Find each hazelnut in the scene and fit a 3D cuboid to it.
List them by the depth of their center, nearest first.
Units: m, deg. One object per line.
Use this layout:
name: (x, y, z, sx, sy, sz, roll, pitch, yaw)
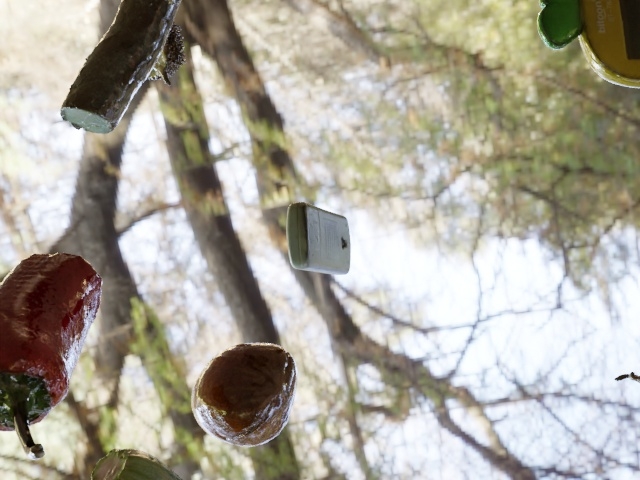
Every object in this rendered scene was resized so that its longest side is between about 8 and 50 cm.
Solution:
hazelnut: (-0.100, 0.207, 1.514, 0.150, 0.150, 0.150, -10, -161, 3)

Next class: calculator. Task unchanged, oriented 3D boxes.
calculator: (0.312, -0.207, 1.011, 0.234, 0.146, 0.032, -2, 163, -3)

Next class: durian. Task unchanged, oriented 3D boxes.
durian: (-0.230, -0.283, 1.578, 0.071, 0.140, 0.110, -21, 168, -41)

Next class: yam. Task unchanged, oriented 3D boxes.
yam: (-0.159, -0.208, 1.004, 0.061, 0.061, 0.253, 6, -115, 41)

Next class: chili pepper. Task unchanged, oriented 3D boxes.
chili pepper: (-0.358, 0.153, 1.300, 0.131, 0.135, 0.338, 18, -146, -9)

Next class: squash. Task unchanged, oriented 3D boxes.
squash: (-0.096, 0.247, 0.873, 0.066, 0.229, 0.066, -27, -149, 18)

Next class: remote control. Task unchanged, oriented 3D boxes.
remote control: (0.000, 0.000, 1.672, 0.038, 0.098, 0.233, -4, 175, 18)

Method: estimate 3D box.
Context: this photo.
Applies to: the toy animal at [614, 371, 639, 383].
toy animal: (0.616, 0.218, 1.901, 0.219, 0.069, 0.086, -13, -129, 26)
